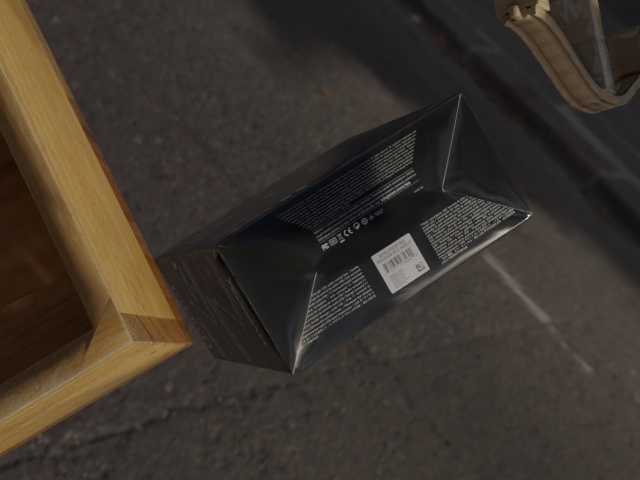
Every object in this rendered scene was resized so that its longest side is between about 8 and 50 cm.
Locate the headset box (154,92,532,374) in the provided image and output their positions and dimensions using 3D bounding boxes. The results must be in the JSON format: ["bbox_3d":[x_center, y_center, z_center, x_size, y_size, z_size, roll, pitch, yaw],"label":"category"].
[{"bbox_3d":[0.000,0.000,1.025,0.110,0.218,0.293,59,-15,-6],"label":"headset box"}]

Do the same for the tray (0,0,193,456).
[{"bbox_3d":[-0.282,0.059,0.607,0.203,0.411,0.076,62,13,13],"label":"tray"}]

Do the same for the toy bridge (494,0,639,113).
[{"bbox_3d":[0.145,-0.104,0.705,0.188,0.026,0.063,8,71,-56],"label":"toy bridge"}]
